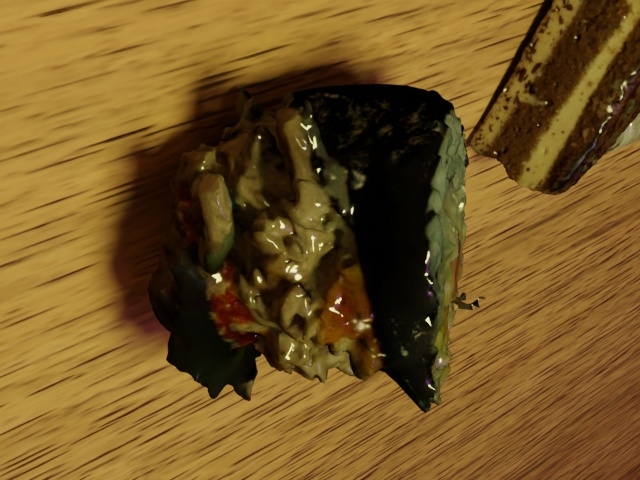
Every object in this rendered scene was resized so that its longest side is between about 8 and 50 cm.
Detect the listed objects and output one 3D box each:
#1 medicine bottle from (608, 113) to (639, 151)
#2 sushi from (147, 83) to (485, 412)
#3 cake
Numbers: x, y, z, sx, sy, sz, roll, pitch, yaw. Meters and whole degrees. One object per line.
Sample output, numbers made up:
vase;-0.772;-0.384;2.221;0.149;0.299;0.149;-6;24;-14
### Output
medicine bottle;0.308;-0.126;1.286;0.089;0.057;0.057;-23;141;-41
sushi;-0.006;0.000;0.867;0.225;0.219;0.238;-69;152;-65
cake;0.253;-0.158;1.117;0.135;0.112;0.246;-6;128;-55
